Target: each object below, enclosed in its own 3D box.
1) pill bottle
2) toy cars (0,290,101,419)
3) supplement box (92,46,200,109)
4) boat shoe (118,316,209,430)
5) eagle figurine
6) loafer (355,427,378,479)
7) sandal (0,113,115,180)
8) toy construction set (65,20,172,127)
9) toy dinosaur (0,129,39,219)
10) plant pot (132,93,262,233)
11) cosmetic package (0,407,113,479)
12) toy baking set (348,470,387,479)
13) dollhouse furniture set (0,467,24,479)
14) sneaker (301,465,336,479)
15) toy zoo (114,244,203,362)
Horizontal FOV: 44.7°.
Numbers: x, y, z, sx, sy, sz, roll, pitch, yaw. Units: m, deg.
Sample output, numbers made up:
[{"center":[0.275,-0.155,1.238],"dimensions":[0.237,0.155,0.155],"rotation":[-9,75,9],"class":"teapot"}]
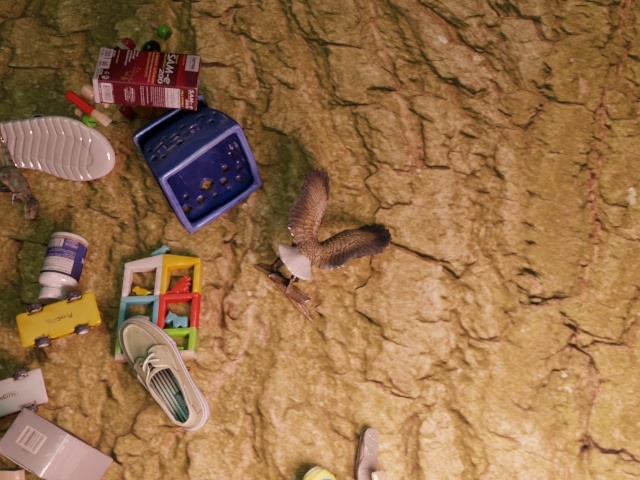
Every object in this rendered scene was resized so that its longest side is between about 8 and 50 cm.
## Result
[{"center":[-0.631,0.072,1.897],"dimensions":[0.094,0.094,0.169],"rotation":[3,64,10],"class":"pill bottle"},{"center":[-0.658,0.277,1.803],"dimensions":[0.176,0.087,0.394],"rotation":[29,75,9],"class":"toy cars"},{"center":[-0.410,-0.386,1.858],"dimensions":[0.239,0.073,0.130],"rotation":[3,50,-7],"class":"supplement box"},{"center":[-0.351,0.285,1.720],"dimensions":[0.109,0.094,0.302],"rotation":[-41,73,-4],"class":"boat shoe"},{"center":[-0.005,-0.003,1.795],"dimensions":[0.298,0.226,0.225],"rotation":[-45,45,-9],"class":"eagle figurine"},{"center":[0.096,0.457,1.628],"dimensions":[0.045,0.039,0.125],"rotation":[18,66,-19],"class":"loafer"},{"center":[-0.727,-0.263,2.075],"dimensions":[0.416,0.169,0.102],"rotation":[8,24,13],"class":"sandal"},{"center":[-0.454,-0.357,1.997],"dimensions":[0.237,0.257,0.309],"rotation":[36,48,15],"class":"toy construction set"},{"center":[-0.831,-0.163,2.039],"dimensions":[0.118,0.064,0.268],"rotation":[-25,91,1],"class":"toy dinosaur"},{"center":[-0.312,-0.202,1.920],"dimensions":[0.236,0.236,0.212],"rotation":[-36,57,-12],"class":"plant pot"},{"center":[-0.544,0.444,1.614],"dimensions":[0.127,0.238,0.107],"rotation":[22,65,21],"class":"cosmetic package"},{"center":[0.070,0.585,1.522],"dimensions":[0.256,0.030,0.197],"rotation":[-38,92,-16],"class":"toy baking set"},{"center":[-0.490,0.625,1.454],"dimensions":[0.303,0.174,0.356],"rotation":[-2,94,11],"class":"dollhouse furniture set"},{"center":[-0.020,0.576,1.549],"dimensions":[0.126,0.091,0.240],"rotation":[23,68,18],"class":"sneaker"},{"center":[-0.382,0.144,1.859],"dimensions":[0.192,0.030,0.293],"rotation":[-3,63,7],"class":"toy zoo"}]
